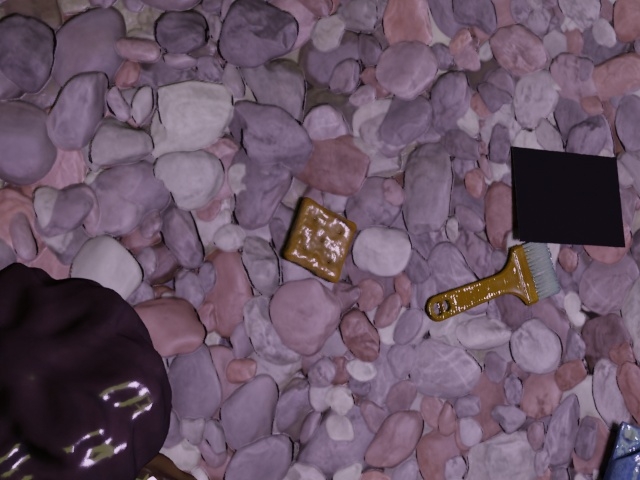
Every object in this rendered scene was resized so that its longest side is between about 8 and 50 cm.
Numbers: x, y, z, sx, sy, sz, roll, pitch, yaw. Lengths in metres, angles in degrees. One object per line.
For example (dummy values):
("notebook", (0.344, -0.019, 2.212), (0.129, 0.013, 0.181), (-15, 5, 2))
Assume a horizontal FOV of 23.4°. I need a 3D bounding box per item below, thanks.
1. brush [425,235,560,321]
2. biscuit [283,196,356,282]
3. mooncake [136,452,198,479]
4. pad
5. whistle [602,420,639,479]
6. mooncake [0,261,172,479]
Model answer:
("brush", (0.221, 0.061, 1.991), (0.218, 0.010, 0.082), (-20, 98, -31))
("biscuit", (0.000, 0.000, 1.846), (0.083, 0.018, 0.081), (29, 72, -27))
("mooncake", (-0.236, 0.345, 1.583), (0.290, 0.161, 0.290), (3, 84, -31))
("pad", (0.333, -0.056, 2.068), (0.190, 0.004, 0.127), (3, 79, -34))
("whistle", (0.381, 0.390, 2.039), (0.062, 0.062, 0.304), (29, 71, -28))
("mooncake", (-0.288, 0.146, 1.495), (0.283, 0.283, 0.141), (-40, 149, -29))
